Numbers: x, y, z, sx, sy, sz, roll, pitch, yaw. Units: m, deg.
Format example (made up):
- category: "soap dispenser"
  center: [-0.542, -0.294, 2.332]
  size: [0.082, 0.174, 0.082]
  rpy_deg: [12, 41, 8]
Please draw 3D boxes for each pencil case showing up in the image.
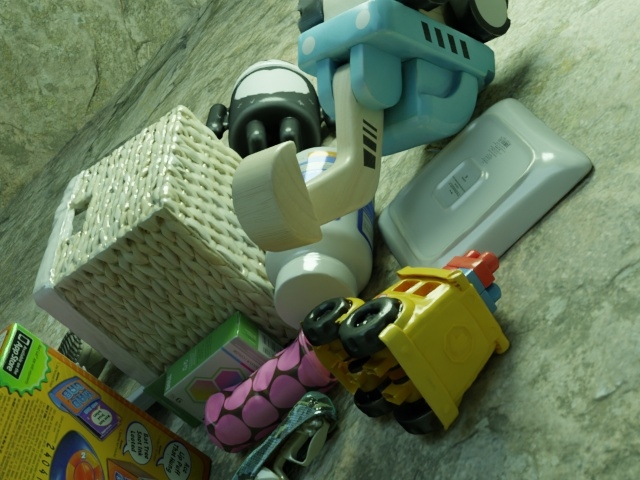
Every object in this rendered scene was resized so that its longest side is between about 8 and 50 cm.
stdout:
- category: "pencil case"
  center: [-0.066, 0.197, 1.351]
  size: [0.209, 0.095, 0.098]
  rpy_deg: [-37, 59, 23]

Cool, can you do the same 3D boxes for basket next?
- category: "basket"
  center: [-0.216, 0.021, 1.556]
  size: [0.266, 0.331, 0.328]
  rpy_deg: [-36, 29, 21]

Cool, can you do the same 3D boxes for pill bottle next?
- category: "pill bottle"
  center: [0.000, 0.000, 1.440]
  size: [0.152, 0.152, 0.272]
  rpy_deg: [-34, 29, 29]

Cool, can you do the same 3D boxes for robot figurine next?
- category: "robot figurine"
  center: [-0.084, -0.223, 1.852]
  size: [0.173, 0.209, 0.278]
  rpy_deg: [-51, 22, 27]

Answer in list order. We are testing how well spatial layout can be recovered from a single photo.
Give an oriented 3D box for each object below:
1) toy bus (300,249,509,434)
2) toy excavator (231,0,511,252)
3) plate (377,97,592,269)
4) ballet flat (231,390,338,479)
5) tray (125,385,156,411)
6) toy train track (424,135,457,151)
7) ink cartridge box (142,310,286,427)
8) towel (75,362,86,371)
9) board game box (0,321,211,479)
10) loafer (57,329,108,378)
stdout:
- category: "toy bus"
  center: [0.110, 0.094, 1.167]
  size: [0.211, 0.149, 0.220]
  rpy_deg: [-44, 20, -20]
- category: "toy excavator"
  center: [0.075, -0.186, 1.393]
  size: [0.222, 0.433, 0.445]
  rpy_deg: [-16, 70, 44]
- category: "plate"
  center: [0.195, -0.064, 1.342]
  size: [0.278, 0.045, 0.277]
  rpy_deg: [-44, 25, 10]
- category: "ballet flat"
  center: [-0.046, 0.272, 1.251]
  size: [0.188, 0.070, 0.070]
  rpy_deg: [-53, 26, -1]
- category: "tray"
  center: [-0.343, 0.304, 1.609]
  size: [0.270, 0.030, 0.145]
  rpy_deg: [-41, 2, -33]
- category: "toy train track"
  center: [0.179, -0.141, 1.507]
  size: [0.048, 0.014, 0.083]
  rpy_deg: [-56, 26, -13]
- category: "ink cartridge box"
  center: [-0.152, 0.206, 1.451]
  size: [0.209, 0.109, 0.062]
  rpy_deg: [-39, 26, 20]
- category: "towel"
  center: [-0.496, 0.326, 1.814]
  size: [0.285, 0.034, 0.209]
  rpy_deg: [-9, 78, 50]
- category: "board game box"
  center: [-0.405, 0.404, 1.296]
  size: [0.356, 0.356, 0.356]
  rpy_deg: [-35, 29, 25]
- category: "loafer"
  center: [-0.467, 0.274, 1.888]
  size: [0.268, 0.092, 0.102]
  rpy_deg: [-54, 47, 28]
